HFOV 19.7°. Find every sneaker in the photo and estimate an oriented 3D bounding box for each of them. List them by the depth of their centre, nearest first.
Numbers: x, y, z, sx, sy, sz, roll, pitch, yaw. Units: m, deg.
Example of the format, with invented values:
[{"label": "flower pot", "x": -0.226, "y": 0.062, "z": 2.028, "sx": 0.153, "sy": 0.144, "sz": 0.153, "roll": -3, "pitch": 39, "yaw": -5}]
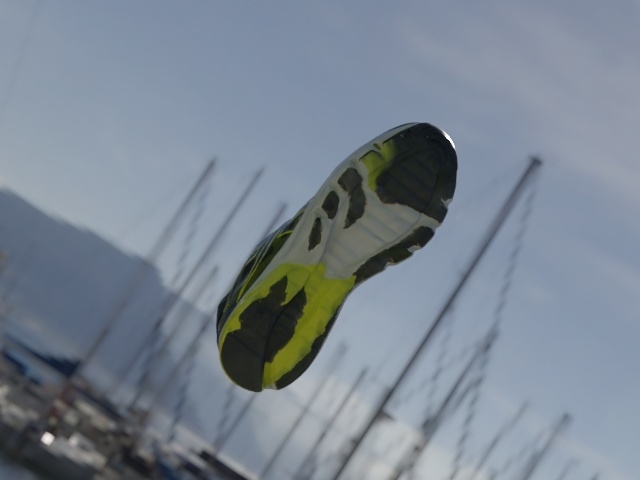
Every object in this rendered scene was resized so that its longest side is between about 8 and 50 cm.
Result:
[{"label": "sneaker", "x": 0.000, "y": 0.000, "z": 0.474, "sx": 0.031, "sy": 0.083, "sz": 0.035, "roll": 45, "pitch": -4, "yaw": -23}]
